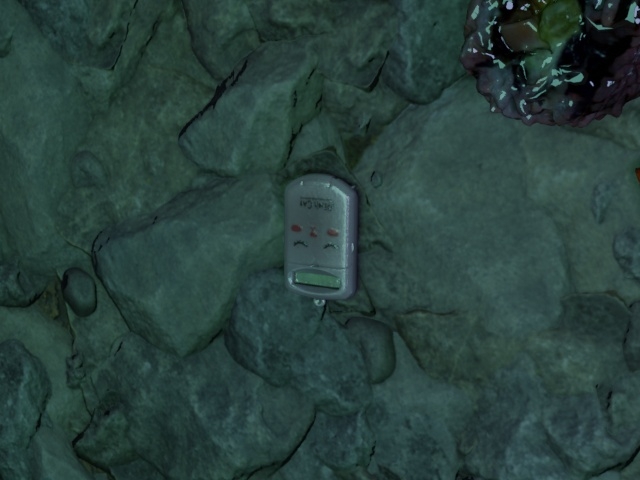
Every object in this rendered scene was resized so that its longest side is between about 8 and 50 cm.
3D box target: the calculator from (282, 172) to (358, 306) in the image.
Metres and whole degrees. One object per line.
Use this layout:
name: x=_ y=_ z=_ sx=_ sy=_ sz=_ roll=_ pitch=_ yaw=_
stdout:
calculator: x=0.000 y=0.000 z=1.449 sx=0.100 sy=0.032 sz=0.174 roll=6 pitch=104 yaw=25

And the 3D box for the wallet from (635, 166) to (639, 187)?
wallet: x=0.454 y=-0.059 z=1.201 sx=0.204 sy=0.045 sz=0.142 roll=-29 pitch=87 yaw=28

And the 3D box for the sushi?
sushi: x=0.254 y=-0.250 z=1.193 sx=0.237 sy=0.171 sz=0.270 roll=37 pitch=119 yaw=15
